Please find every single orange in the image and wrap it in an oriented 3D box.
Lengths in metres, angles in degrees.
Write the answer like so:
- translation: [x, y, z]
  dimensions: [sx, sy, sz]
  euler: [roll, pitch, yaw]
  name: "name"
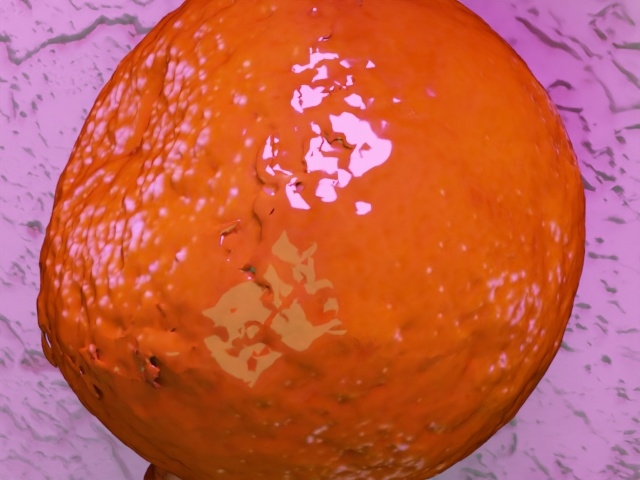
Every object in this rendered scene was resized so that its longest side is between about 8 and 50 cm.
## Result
- translation: [0.000, 0.000, 0.734]
  dimensions: [0.293, 0.340, 0.341]
  euler: [28, 129, -32]
  name: "orange"

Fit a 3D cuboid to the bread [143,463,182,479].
- translation: [-0.059, 0.189, 0.965]
  dimensions: [0.167, 0.132, 0.294]
  euler: [25, 121, 7]
  name: "bread"
